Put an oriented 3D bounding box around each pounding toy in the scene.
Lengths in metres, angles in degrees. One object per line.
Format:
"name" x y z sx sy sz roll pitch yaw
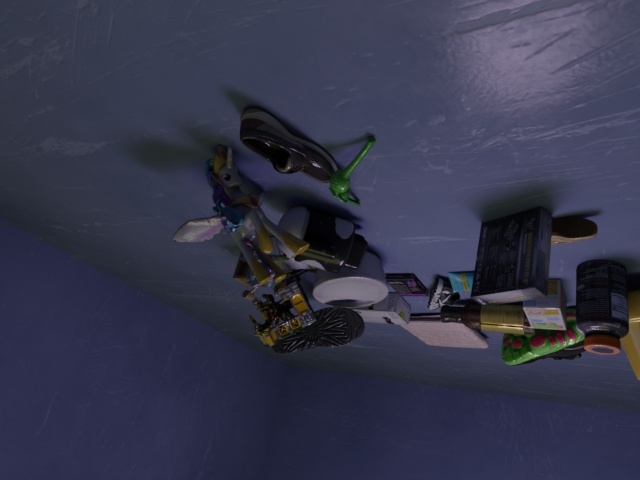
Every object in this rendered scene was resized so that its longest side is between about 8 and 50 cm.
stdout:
"pounding toy" -0.246 0.146 1.872 0.180 0.206 0.094 -3 151 33

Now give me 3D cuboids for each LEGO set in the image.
"LEGO set" -0.155 0.213 1.730 0.254 0.331 0.192 -24 104 8

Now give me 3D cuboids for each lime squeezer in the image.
"lime squeezer" 0.068 -0.148 1.217 0.058 0.110 0.310 39 160 15

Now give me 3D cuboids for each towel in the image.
"towel" 0.563 0.415 2.187 0.316 0.054 0.331 -7 147 41

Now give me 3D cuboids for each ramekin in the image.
"ramekin" 0.104 0.132 1.689 0.272 0.127 0.273 0 150 0

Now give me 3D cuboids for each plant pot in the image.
"plant pot" 0.987 0.280 1.377 0.253 0.239 0.254 0 160 0

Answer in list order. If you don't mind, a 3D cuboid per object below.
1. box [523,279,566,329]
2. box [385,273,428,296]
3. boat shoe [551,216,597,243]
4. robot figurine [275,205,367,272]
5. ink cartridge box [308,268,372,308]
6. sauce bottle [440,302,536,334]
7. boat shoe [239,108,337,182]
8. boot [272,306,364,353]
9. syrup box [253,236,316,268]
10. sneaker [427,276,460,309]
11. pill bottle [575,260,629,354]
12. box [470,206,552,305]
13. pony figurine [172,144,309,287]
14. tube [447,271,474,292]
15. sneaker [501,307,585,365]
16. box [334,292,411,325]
"box" 0.752 0.215 1.588 0.114 0.103 0.203 -2 151 31
"box" 0.332 0.172 1.822 0.115 0.029 0.162 -3 151 33
"boat shoe" 0.620 -0.021 1.215 0.059 0.063 0.170 31 160 -38
"robot figurine" -0.001 0.002 1.463 0.277 0.174 0.209 18 153 -9
"ink cartridge box" 0.064 0.183 1.911 0.255 0.097 0.188 29 152 -31
"sauce bottle" 0.634 0.290 1.811 0.344 0.112 0.111 2 153 29
"boat shoe" -0.080 -0.206 1.158 0.285 0.093 0.102 31 149 -34
"boot" 0.026 0.355 1.939 0.366 0.146 0.445 -11 170 12
"syrup box" -0.122 0.045 1.722 0.236 0.093 0.096 -3 150 34
"sneaker" 0.463 0.214 1.778 0.106 0.078 0.234 13 154 10
"pill bottle" 0.793 0.192 1.342 0.130 0.246 0.130 12 156 6
"box" 0.487 0.043 1.213 0.056 0.231 0.183 31 150 -26
"pony figurine" -0.220 -0.045 1.341 0.364 0.302 0.351 54 144 12
"tube" 0.536 0.137 1.605 0.207 0.052 0.080 -8 105 41
"sneaker" 0.877 0.404 1.829 0.202 0.186 0.483 23 156 -10
"box" 0.228 0.293 2.066 0.289 0.087 0.169 -1 152 30
